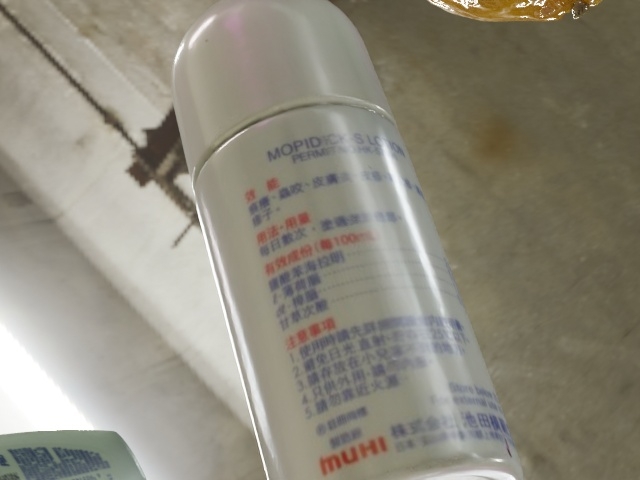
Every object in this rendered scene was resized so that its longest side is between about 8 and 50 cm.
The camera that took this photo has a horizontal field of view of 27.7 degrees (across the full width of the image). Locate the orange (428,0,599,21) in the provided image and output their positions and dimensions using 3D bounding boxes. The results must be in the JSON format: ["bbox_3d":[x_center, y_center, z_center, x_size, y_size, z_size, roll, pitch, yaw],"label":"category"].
[{"bbox_3d":[0.139,-0.249,0.891,0.219,0.219,0.193,-39,-115,23],"label":"orange"}]

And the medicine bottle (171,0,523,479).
[{"bbox_3d":[0.000,0.000,0.742,0.130,0.130,0.341,-31,-121,24],"label":"medicine bottle"}]

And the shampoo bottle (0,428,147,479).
[{"bbox_3d":[-0.335,0.251,1.214,0.078,0.359,0.134,-51,-121,36],"label":"shampoo bottle"}]
